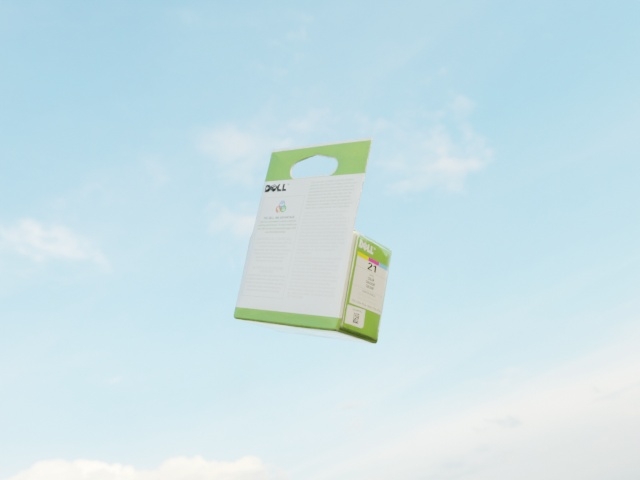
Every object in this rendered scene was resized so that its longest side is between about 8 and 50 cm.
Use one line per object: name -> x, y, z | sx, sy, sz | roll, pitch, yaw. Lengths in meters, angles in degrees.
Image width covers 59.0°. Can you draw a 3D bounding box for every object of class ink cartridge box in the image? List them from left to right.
ink cartridge box -> 0.000, 0.000, 0.784 | 0.188, 0.256, 0.097 | 0, -18, 39
